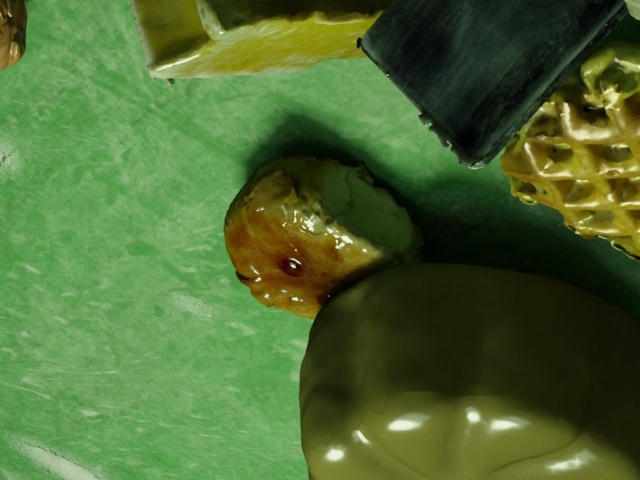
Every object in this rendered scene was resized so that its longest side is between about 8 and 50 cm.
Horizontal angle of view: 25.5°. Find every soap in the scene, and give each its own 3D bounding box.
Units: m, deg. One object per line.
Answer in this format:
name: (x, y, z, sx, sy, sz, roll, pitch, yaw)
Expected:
soap: (-0.027, -0.320, 1.186, 0.169, 0.304, 0.339, -20, 82, 51)

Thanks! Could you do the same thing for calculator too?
calculator: (0.155, -0.195, 1.056, 0.161, 0.262, 0.021, 51, -164, 29)

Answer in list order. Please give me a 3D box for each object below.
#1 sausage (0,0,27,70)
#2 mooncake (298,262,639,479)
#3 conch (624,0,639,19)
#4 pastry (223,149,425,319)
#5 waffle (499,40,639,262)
sausage: (-0.440, -0.238, 1.462, 0.304, 0.121, 0.121, 10, 138, 24)
mooncake: (0.158, 0.191, 1.444, 0.378, 0.201, 0.378, 5, 147, 3)
conch: (0.281, -0.187, 0.852, 0.291, 0.159, 0.210, -13, 145, -16)
pastry: (0.000, 0.000, 1.476, 0.218, 0.100, 0.229, 0, 135, 31)
waffle: (0.309, -0.061, 1.206, 0.324, 0.068, 0.302, 19, 154, -7)
